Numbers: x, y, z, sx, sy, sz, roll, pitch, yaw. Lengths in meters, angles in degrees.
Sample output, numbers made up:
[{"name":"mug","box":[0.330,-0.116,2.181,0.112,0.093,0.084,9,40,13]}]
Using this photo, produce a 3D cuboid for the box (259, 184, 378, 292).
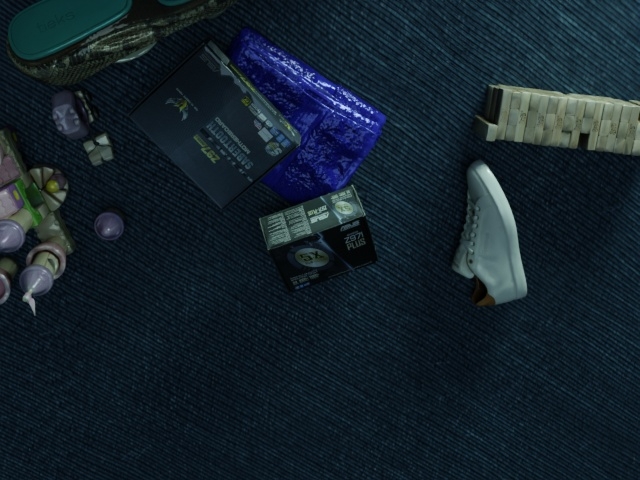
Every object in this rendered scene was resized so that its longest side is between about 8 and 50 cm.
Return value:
[{"name":"box","box":[0.000,0.000,1.537,0.180,0.078,0.147,-19,142,1]}]

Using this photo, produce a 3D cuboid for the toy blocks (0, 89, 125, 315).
[{"name":"toy blocks","box":[-0.490,-0.055,1.410,0.308,0.260,0.289,-21,109,2]}]

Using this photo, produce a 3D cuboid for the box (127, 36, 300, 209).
[{"name":"box","box":[-0.175,-0.193,1.433,0.183,0.059,0.233,-38,108,18]}]

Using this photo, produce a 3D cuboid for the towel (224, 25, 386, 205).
[{"name":"towel","box":[-0.064,-0.201,1.498,0.308,0.076,0.228,31,102,-14]}]

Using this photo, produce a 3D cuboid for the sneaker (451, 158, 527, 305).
[{"name":"sneaker","box":[0.296,-0.002,1.582,0.123,0.106,0.290,-19,110,-2]}]

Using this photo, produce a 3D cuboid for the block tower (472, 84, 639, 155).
[{"name":"block tower","box":[0.453,-0.216,1.535,0.335,0.091,0.097,4,107,-7]}]

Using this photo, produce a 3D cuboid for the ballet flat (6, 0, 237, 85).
[{"name":"ballet flat","box":[-0.266,-0.384,1.370,0.482,0.182,0.164,-24,75,11]}]
